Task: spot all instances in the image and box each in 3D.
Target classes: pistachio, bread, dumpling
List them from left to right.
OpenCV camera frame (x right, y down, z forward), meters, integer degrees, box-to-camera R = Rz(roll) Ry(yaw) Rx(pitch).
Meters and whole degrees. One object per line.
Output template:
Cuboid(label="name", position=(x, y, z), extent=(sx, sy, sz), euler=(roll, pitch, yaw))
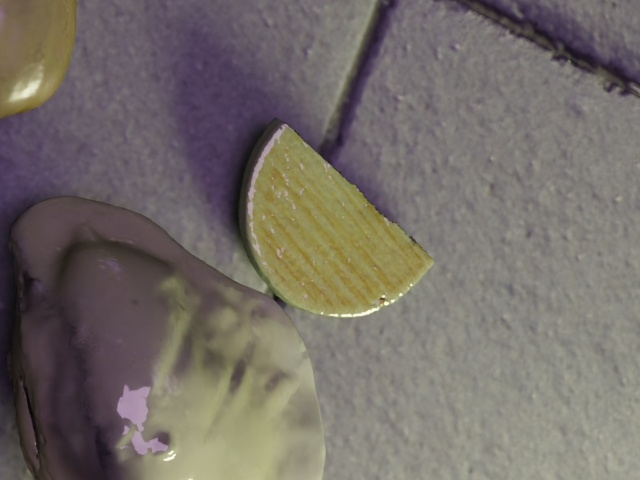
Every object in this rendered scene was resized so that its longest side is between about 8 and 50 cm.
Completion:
Cuboid(label="pistachio", position=(-0.241, -0.188, 1.240), extent=(0.129, 0.131, 0.206), euler=(4, 91, 2))
Cuboid(label="dumpling", position=(-0.108, 0.112, 1.275), extent=(0.243, 0.187, 0.318), euler=(-12, 93, -21))
Cuboid(label="bread", position=(-0.005, 0.001, 1.408), extent=(0.193, 0.036, 0.112), euler=(41, 79, -23))
